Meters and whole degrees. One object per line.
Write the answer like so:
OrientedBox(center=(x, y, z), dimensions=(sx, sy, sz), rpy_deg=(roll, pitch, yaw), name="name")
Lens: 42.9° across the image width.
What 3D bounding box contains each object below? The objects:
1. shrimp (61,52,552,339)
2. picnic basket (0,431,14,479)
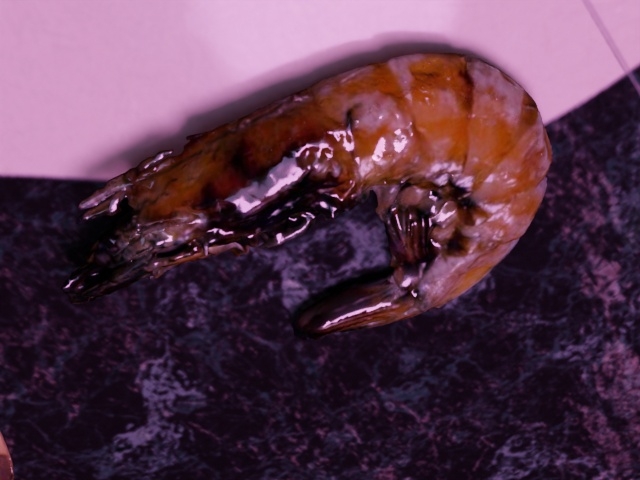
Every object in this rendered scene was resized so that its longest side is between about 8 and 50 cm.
OrientedBox(center=(0.000, 0.000, 0.603), dimensions=(0.365, 0.071, 0.233), rpy_deg=(-24, 125, 2), name="shrimp")
OrientedBox(center=(-0.342, 0.199, 0.586), dimensions=(0.176, 0.228, 0.312), rpy_deg=(3, 119, -5), name="picnic basket")
